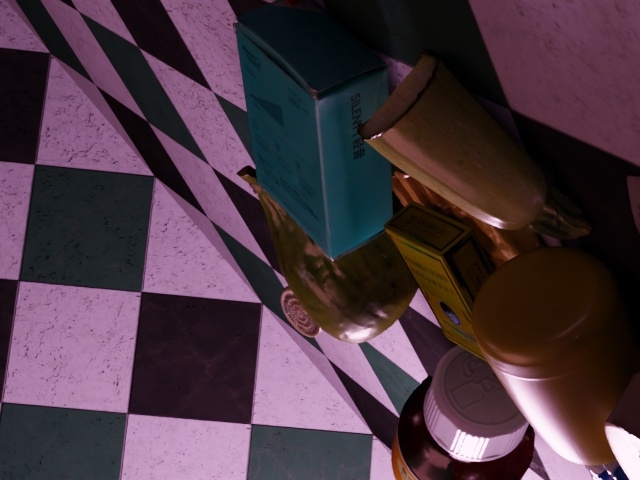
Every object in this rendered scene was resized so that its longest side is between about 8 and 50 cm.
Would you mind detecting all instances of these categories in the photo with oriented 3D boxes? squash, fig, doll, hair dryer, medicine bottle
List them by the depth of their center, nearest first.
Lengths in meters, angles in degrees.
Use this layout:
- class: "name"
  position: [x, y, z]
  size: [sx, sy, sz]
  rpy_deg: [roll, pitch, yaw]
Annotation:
- class: "squash"
  position: [0.172, -0.084, 1.363]
  size: [0.287, 0.137, 0.137]
  rpy_deg: [45, 166, 13]
- class: "doll"
  position: [0.443, 0.356, 1.819]
  size: [0.227, 0.057, 0.114]
  rpy_deg: [50, 164, 48]
- class: "fig"
  position: [0.027, 0.010, 1.850]
  size: [0.233, 0.233, 0.314]
  rpy_deg: [37, 171, 47]
- class: "medicine bottle"
  position: [0.242, 0.311, 2.021]
  size: [0.242, 0.242, 0.395]
  rpy_deg: [45, 158, 25]
- class: "hair dryer"
  position: [0.045, 0.016, 2.109]
  size: [0.107, 0.173, 0.357]
  rpy_deg: [42, 146, 18]

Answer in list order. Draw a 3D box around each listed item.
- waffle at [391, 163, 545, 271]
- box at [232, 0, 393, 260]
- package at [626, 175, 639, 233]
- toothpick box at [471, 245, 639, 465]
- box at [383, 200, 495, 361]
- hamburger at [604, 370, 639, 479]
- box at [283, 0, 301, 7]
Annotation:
- class: "waffle"
  position: [0.199, -0.021, 1.603]
  size: [0.221, 0.055, 0.248]
  rpy_deg: [53, 167, -13]
- class: "box"
  position: [-0.004, -0.152, 1.643]
  size: [0.205, 0.118, 0.311]
  rpy_deg: [44, 154, 36]
- class: "package"
  position: [0.390, 0.053, 1.150]
  size: [0.250, 0.062, 0.204]
  rpy_deg: [57, 165, -12]
- class: "toothpick box"
  position: [0.305, 0.151, 1.464]
  size: [0.175, 0.175, 0.271]
  rpy_deg: [36, 163, 49]
- class: "box"
  position: [0.185, 0.062, 1.612]
  size: [0.141, 0.064, 0.220]
  rpy_deg: [29, 157, 55]
- class: "hamburger"
  position: [0.439, 0.241, 1.297]
  size: [0.227, 0.151, 0.295]
  rpy_deg: [55, 173, -28]
- class: "box"
  position: [-0.033, -0.340, 1.511]
  size: [0.023, 0.051, 0.082]
  rpy_deg: [38, 162, 39]
